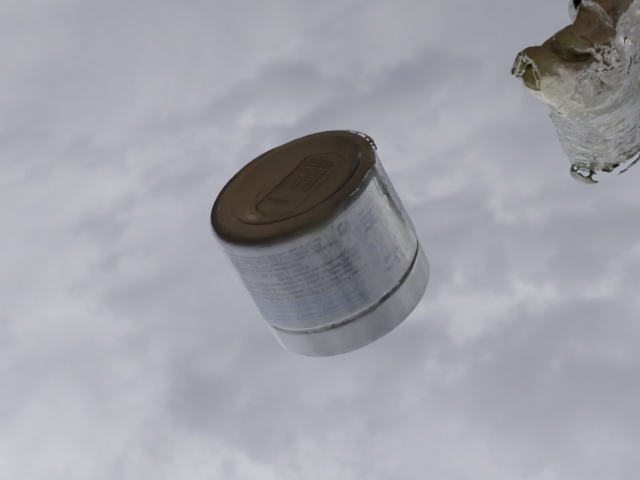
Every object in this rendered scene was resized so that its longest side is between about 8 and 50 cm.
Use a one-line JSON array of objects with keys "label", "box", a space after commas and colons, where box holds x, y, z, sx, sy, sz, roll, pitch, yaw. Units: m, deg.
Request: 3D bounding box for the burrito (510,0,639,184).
[{"label": "burrito", "box": [0.303, -0.170, 1.127, 0.175, 0.348, 0.107, -39, -116, 8]}]

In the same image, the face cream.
[{"label": "face cream", "box": [0.000, 0.000, 1.049, 0.177, 0.153, 0.177, -19, -146, 13]}]
